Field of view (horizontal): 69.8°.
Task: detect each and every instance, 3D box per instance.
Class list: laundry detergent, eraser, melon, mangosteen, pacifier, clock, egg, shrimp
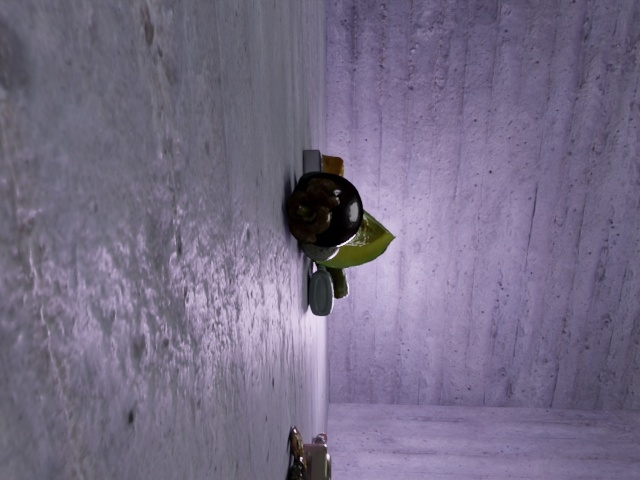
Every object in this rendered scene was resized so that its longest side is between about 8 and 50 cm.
[{"bbox_3d":[0.007,0.198,1.993,0.280,0.106,0.214,-72,161,-79],"label":"laundry detergent"},{"bbox_3d":[-0.024,-0.273,1.744,0.210,0.068,0.124,-62,149,-84],"label":"eraser"},{"bbox_3d":[0.123,-0.033,1.794,0.344,0.226,0.330,31,52,-44],"label":"melon"},{"bbox_3d":[-0.002,-0.079,1.225,0.250,0.212,0.211,-10,102,-60],"label":"mangosteen"},{"bbox_3d":[-0.016,0.943,2.151,0.078,0.082,0.099,11,-105,62],"label":"pacifier"},{"bbox_3d":[-0.017,0.898,1.661,0.309,0.114,0.283,89,1,-59],"label":"clock"},{"bbox_3d":[0.000,0.000,1.554,0.181,0.142,0.141,101,-11,-86],"label":"egg"},{"bbox_3d":[-0.070,0.616,1.271,0.251,0.052,0.143,-116,-165,-80],"label":"shrimp"}]

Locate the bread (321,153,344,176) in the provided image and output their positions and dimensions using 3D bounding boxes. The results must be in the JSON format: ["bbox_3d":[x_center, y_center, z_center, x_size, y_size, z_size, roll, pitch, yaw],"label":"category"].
[{"bbox_3d":[0.030,-0.257,2.044,0.268,0.146,0.267,3,90,-84],"label":"bread"}]

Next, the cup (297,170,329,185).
[{"bbox_3d":[-0.003,-0.094,1.423,0.199,0.199,0.149,85,24,-58],"label":"cup"}]

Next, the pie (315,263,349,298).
[{"bbox_3d":[0.049,0.156,2.137,0.276,0.079,0.277,59,-14,24],"label":"pie"}]
